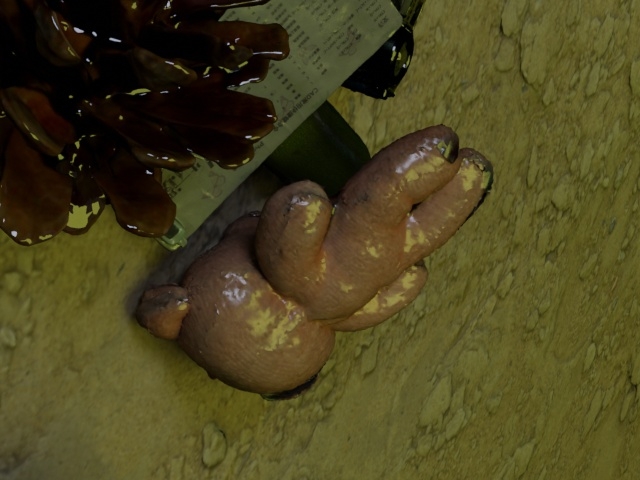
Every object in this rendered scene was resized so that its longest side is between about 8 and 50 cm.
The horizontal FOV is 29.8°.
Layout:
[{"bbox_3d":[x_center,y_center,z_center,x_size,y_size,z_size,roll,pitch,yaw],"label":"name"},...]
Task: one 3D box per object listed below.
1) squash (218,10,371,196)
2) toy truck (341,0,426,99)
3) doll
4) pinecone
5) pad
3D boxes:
[{"bbox_3d":[-0.036,-0.112,1.002,0.087,0.087,0.331,-62,148,-13],"label":"squash"},{"bbox_3d":[0.057,-0.252,1.036,0.257,0.127,0.127,-69,164,1],"label":"toy truck"},{"bbox_3d":[0.000,0.000,1.025,0.303,0.156,0.201,-42,134,10],"label":"doll"},{"bbox_3d":[-0.129,-0.115,0.752,0.202,0.201,0.229,-40,115,-61],"label":"pinecone"},{"bbox_3d":[-0.064,-0.124,0.901,0.265,0.009,0.159,-45,131,-1],"label":"pad"}]
